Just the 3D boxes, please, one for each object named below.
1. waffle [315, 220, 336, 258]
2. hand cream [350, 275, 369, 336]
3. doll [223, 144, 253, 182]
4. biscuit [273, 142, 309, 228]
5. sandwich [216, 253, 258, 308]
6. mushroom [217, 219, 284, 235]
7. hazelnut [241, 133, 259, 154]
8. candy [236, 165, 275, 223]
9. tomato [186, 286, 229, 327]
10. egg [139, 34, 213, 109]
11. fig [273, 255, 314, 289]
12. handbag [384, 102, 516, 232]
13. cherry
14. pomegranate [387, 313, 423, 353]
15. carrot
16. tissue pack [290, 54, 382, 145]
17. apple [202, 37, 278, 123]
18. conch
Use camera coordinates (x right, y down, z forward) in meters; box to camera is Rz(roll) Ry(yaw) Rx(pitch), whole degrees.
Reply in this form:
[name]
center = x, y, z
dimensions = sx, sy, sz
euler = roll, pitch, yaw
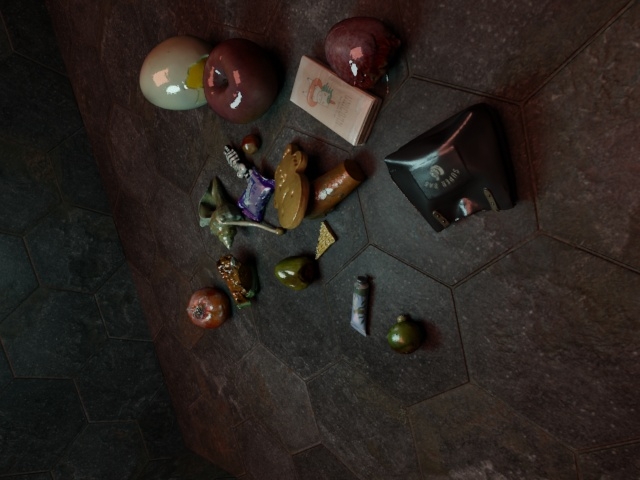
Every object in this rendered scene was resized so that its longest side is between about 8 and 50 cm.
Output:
[waffle]
center = 0.000, 0.000, 1.662
dimensions = 0.097, 0.023, 0.152
euler = 56, 135, 14
[hand cream]
center = 0.154, 0.250, 1.599
dimensions = 0.088, 0.055, 0.255
euler = 28, 130, 39
[doll]
center = -0.356, -0.335, 1.842
dimensions = 0.219, 0.067, 0.091
euler = 47, 136, 18
[biscuit]
center = -0.117, -0.199, 1.556
dimensions = 0.275, 0.052, 0.354
euler = -55, 35, 43
[sandwich]
center = -0.387, 0.161, 2.000
dimensions = 0.301, 0.162, 0.250
euler = 90, 154, -63
[mushroom]
center = -0.299, -0.064, 1.840
dimensions = 0.307, 0.068, 0.043
euler = 10, 88, 15
[hazelnut]
center = -0.294, -0.405, 1.752
dimensions = 0.086, 0.086, 0.085
euler = 18, 118, 39
[candy]
center = -0.275, -0.193, 1.808
dimensions = 0.145, 0.070, 0.275
euler = 43, 134, 10
[tomato]
center = -0.598, 0.361, 2.261
dimensions = 0.232, 0.189, 0.231
euler = -2, 84, 18
[egg]
center = -0.577, -0.685, 1.733
dimensions = 0.282, 0.346, 0.283
euler = 62, 172, 15
[fig]
center = -0.107, 0.131, 1.731
dimensions = 0.166, 0.154, 0.143
euler = 10, 72, 6
[handbag]
center = 0.364, -0.178, 1.167
dimensions = 0.343, 0.152, 0.287
euler = -24, 101, 47
[cherry]
center = 0.106, -0.559, 1.237
dimensions = 0.250, 0.175, 0.192
euler = 37, 142, 26
[pomegranate]
center = 0.295, 0.331, 1.450
dimensions = 0.130, 0.130, 0.130
euler = 18, 118, 39
[carrot]
center = 0.018, -0.175, 1.501
dimensions = 0.302, 0.139, 0.138
euler = -39, 78, 43
[tissue pack]
center = 0.043, -0.470, 1.402
dimensions = 0.325, 0.071, 0.170
euler = 42, 129, 25
[apple]
center = -0.290, -0.586, 1.561
dimensions = 0.306, 0.235, 0.305
euler = 16, 116, 36
[conch]
center = -0.475, -0.119, 1.979
dimensions = 0.169, 0.203, 0.385
euler = 84, 165, -50
